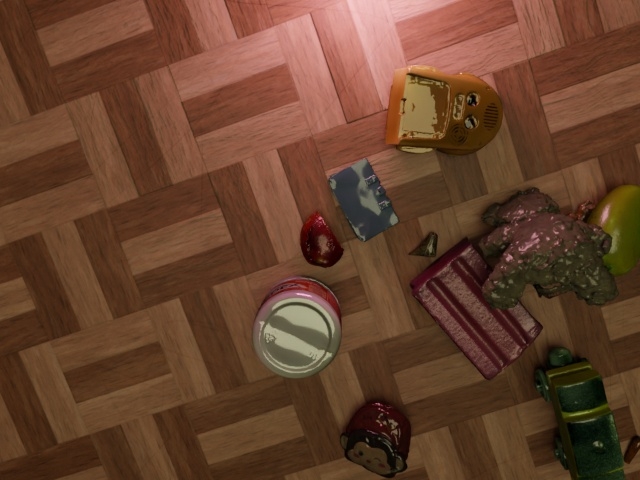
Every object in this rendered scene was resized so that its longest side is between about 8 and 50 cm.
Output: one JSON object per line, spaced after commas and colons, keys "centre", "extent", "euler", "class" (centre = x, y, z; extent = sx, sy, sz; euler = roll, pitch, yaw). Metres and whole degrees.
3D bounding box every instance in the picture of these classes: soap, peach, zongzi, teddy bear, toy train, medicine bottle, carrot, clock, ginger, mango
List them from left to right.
{"centre": [-0.064, 0.248, 1.825], "extent": [0.252, 0.241, 0.252], "euler": [0, 98, 2], "class": "medicine bottle"}
{"centre": [0.001, 0.001, 1.858], "extent": [0.127, 0.092, 0.172], "euler": [-7, 101, 6], "class": "peach"}
{"centre": [0.310, 0.010, 1.882], "extent": [0.083, 0.040, 0.076], "euler": [6, 93, 19], "class": "zongzi"}
{"centre": [0.353, -0.355, 1.751], "extent": [0.317, 0.200, 0.244], "euler": [6, 102, -7], "class": "clock"}
{"centre": [0.466, 0.203, 1.857], "extent": [0.233, 0.128, 0.359], "euler": [-40, 95, 9], "class": "soap"}
{"centre": [0.613, 0.005, 1.737], "extent": [0.357, 0.367, 0.224], "euler": [-6, 128, 11], "class": "teddy bear"}
{"centre": [0.736, -0.056, 1.840], "extent": [0.096, 0.067, 0.165], "euler": [36, 85, -3], "class": "ginger"}
{"centre": [0.767, 0.543, 1.830], "extent": [0.179, 0.272, 0.442], "euler": [-16, 98, 7], "class": "toy train"}
{"centre": [0.841, -0.030, 1.784], "extent": [0.185, 0.149, 0.273], "euler": [7, 96, -36], "class": "mango"}
{"centre": [0.984, 0.659, 1.962], "extent": [0.032, 0.032, 0.093], "euler": [22, 104, -2], "class": "carrot"}

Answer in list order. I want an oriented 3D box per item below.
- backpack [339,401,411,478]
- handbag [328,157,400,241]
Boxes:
{"centre": [0.183, 0.609, 1.932], "extent": [0.229, 0.139, 0.229], "euler": [3, 98, 20], "class": "backpack"}
{"centre": [0.128, -0.120, 1.857], "extent": [0.144, 0.057, 0.221], "euler": [-29, 96, -1], "class": "handbag"}
